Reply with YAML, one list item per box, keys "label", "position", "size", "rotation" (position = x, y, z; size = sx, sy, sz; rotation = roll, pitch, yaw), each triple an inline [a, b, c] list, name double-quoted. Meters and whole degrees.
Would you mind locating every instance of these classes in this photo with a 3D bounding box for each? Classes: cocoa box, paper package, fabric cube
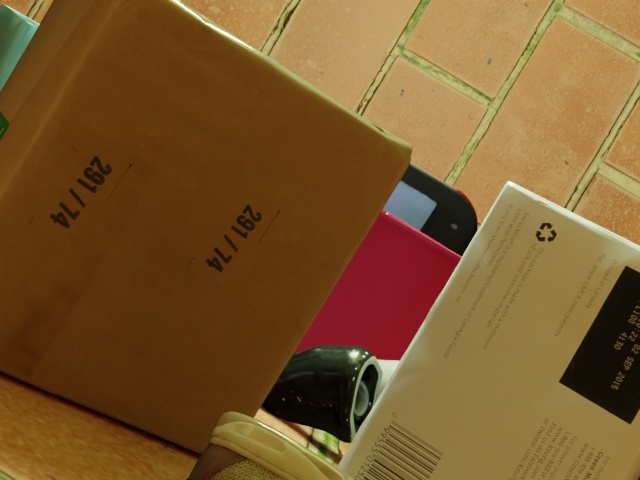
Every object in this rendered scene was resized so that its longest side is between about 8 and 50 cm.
- label: "cocoa box"
  position: [0.213, 0.159, 1.098]
  size: [0.231, 0.347, 0.228]
  rotation: [31, 3, 23]
- label: "paper package"
  position: [-0.139, -0.027, 0.964]
  size: [0.309, 0.325, 0.168]
  rotation: [29, 4, -27]
- label: "fabric cube"
  position: [-0.005, 0.058, 1.473]
  size: [0.254, 0.258, 0.259]
  rotation: [27, 5, -32]

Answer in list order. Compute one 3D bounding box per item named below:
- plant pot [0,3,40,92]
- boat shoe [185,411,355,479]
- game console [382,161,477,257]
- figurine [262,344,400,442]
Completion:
- label: "plant pot"
  position: [-0.400, -0.167, 1.528]
  size: [0.165, 0.234, 0.165]
  rotation: [29, 5, -31]
- label: "boat shoe"
  position: [0.026, 0.222, 0.768]
  size: [0.285, 0.092, 0.103]
  rotation: [29, -16, 20]
- label: "game console"
  position: [0.000, 0.000, 1.667]
  size: [0.386, 0.342, 0.060]
  rotation: [30, 11, -7]
- label: "figurine"
  position: [-0.021, 0.152, 1.199]
  size: [0.209, 0.092, 0.215]
  rotation: [8, -8, 25]
